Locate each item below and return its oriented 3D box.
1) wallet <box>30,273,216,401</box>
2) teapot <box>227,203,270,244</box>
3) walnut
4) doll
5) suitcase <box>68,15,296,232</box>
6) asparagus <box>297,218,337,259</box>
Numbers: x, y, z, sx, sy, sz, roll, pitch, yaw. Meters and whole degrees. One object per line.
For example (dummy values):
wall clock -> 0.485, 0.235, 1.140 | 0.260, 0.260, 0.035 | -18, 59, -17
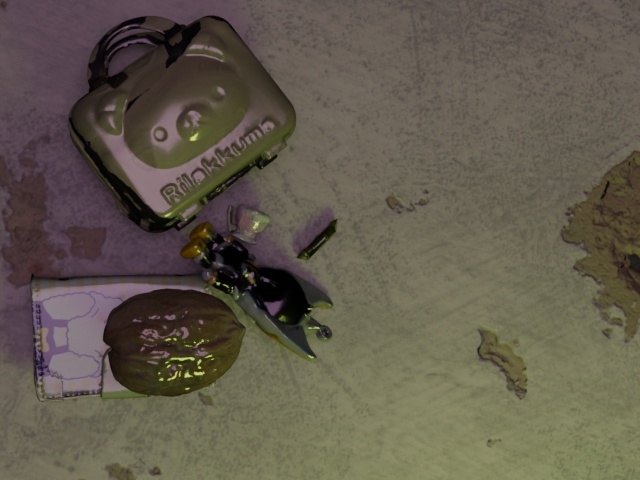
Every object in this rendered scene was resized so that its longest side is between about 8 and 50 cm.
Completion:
wallet -> -0.341, 0.163, 1.478 | 0.310, 0.077, 0.223 | -2, 84, -11
teapot -> -0.138, -0.031, 1.550 | 0.083, 0.064, 0.064 | 23, 89, 22
walnut -> -0.234, 0.165, 1.384 | 0.231, 0.178, 0.178 | -8, 88, -16
doll -> -0.105, 0.091, 1.504 | 0.316, 0.145, 0.103 | 40, 103, -17
suitcase -> -0.255, -0.223, 1.462 | 0.352, 0.194, 0.339 | -38, 93, -13
asparagus -> 0.000, 0.000, 1.592 | 0.021, 0.025, 0.108 | 44, 78, 3
